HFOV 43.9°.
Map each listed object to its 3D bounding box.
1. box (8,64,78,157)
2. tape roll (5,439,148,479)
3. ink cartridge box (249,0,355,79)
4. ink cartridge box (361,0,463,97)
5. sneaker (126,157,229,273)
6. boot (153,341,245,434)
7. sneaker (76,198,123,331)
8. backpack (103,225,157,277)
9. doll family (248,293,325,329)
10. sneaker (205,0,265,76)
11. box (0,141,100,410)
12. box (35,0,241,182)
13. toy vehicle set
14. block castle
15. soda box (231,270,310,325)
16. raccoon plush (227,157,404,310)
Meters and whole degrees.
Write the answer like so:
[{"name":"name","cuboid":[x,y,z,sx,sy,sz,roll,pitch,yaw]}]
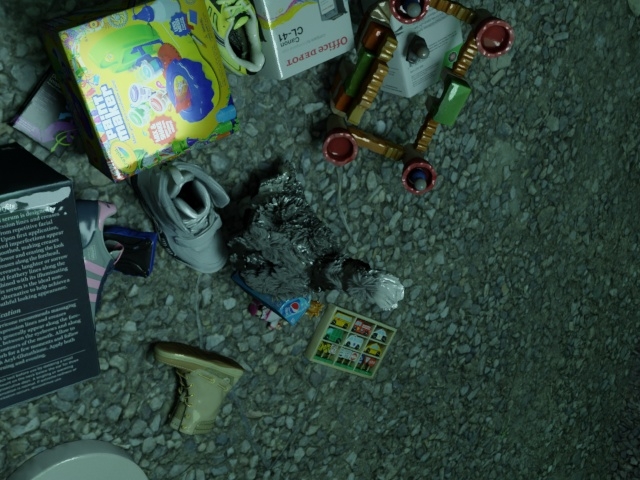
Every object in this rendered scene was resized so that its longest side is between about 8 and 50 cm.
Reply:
[{"name":"box","cuboid":[-0.515,-0.259,1.558,0.116,0.029,0.162,37,82,-41]},{"name":"tape roll","cuboid":[-0.582,0.655,1.855,0.391,0.072,0.392,-15,116,-33]},{"name":"ink cartridge box","cuboid":[-0.064,-0.536,1.729,0.226,0.131,0.306,-29,122,-26]},{"name":"ink cartridge box","cuboid":[0.231,-0.535,1.963,0.211,0.121,0.289,-32,125,-23]},{"name":"sneaker","cuboid":[-0.276,-0.043,1.712,0.137,0.210,0.366,-40,128,-18]},{"name":"boot","cuboid":[-0.326,0.362,1.922,0.262,0.095,0.204,26,92,-46]},{"name":"sneaker","cuboid":[-0.463,0.065,1.624,0.131,0.112,0.319,-10,122,-21]},{"name":"backpack","cuboid":[-0.417,0.021,1.706,0.120,0.101,0.098,9,103,-6]},{"name":"doll family","cuboid":[-0.055,0.125,2.015,0.163,0.118,0.263,23,93,-41]},{"name":"sneaker","cuboid":[-0.202,-0.505,1.598,0.145,0.147,0.385,-44,136,-20]},{"name":"box","cuboid":[-0.579,0.056,1.462,0.211,0.293,0.396,-17,117,-33]},{"name":"box","cuboid":[-0.344,-0.310,1.525,0.279,0.177,0.290,-27,120,-22]},{"name":"toy vehicle set","cuboid":[0.088,0.288,2.247,0.266,0.035,0.166,24,93,-41]},{"name":"block castle","cuboid":[0.207,-0.352,1.830,0.302,0.213,0.453,19,119,-15]},{"name":"soda box","cuboid":[-0.122,0.121,1.898,0.067,0.210,0.071,-49,133,-10]},{"name":"raccoon plush","cuboid":[0.000,0.000,1.818,0.299,0.446,0.216,-59,172,-47]}]
